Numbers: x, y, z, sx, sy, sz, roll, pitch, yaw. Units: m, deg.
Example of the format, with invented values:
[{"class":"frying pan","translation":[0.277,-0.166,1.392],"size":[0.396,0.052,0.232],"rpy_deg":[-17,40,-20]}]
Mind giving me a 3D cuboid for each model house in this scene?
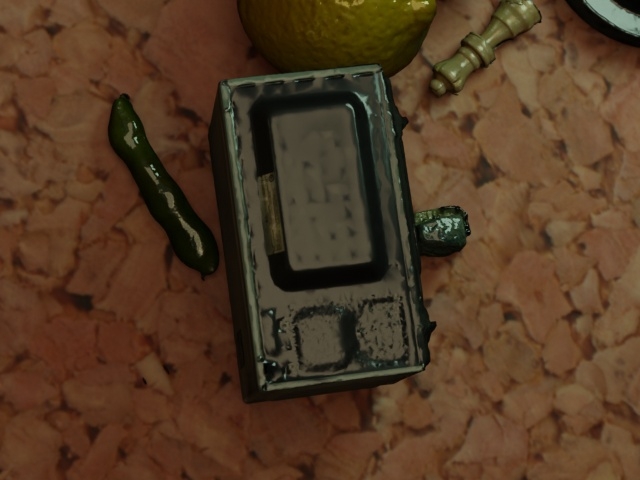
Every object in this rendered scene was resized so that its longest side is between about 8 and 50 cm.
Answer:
[{"class":"model house","translation":[0.153,-0.014,1.833],"size":[0.079,0.083,0.066],"rpy_deg":[-6,83,-7]}]

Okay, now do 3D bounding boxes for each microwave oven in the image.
[{"class":"microwave oven","translation":[0.000,0.000,1.716],"size":[0.219,0.286,0.354],"rpy_deg":[-6,81,-9]}]

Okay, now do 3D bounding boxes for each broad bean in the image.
[{"class":"broad bean","translation":[-0.200,-0.066,1.812],"size":[0.053,0.052,0.256],"rpy_deg":[-24,83,-51]}]

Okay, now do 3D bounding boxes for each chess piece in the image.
[{"class":"chess piece","translation":[0.206,-0.247,1.881],"size":[0.172,0.060,0.060],"rpy_deg":[-44,91,-7]}]

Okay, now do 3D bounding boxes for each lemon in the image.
[{"class":"lemon","translation":[0.022,-0.293,1.763],"size":[0.228,0.228,0.253],"rpy_deg":[-45,52,-10]}]

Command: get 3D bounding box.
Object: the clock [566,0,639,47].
[{"class":"clock","translation":[0.448,-0.406,1.923],"size":[0.319,0.066,0.318],"rpy_deg":[1,84,-8]}]
